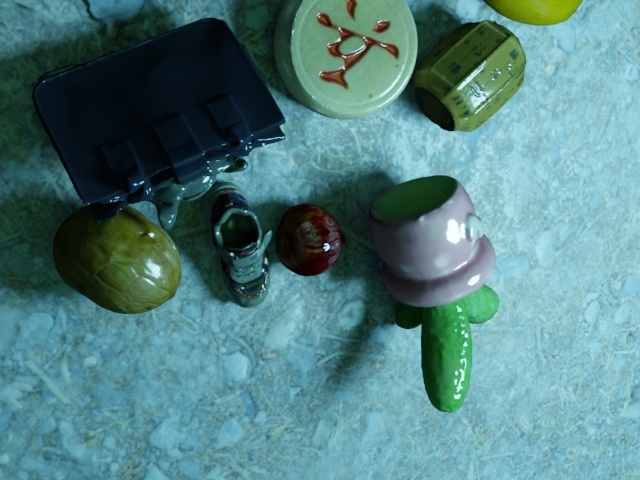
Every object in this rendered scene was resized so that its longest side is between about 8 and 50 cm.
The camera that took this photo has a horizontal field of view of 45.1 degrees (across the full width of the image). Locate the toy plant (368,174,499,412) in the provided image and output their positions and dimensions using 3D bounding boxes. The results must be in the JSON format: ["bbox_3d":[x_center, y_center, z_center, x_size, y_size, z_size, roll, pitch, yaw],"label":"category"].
[{"bbox_3d":[0.208,0.079,1.391,0.317,0.210,0.356,-55,137,-48],"label":"toy plant"}]

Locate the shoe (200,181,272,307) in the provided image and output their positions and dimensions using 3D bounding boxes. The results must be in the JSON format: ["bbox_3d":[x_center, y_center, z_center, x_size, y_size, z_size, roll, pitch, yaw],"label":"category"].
[{"bbox_3d":[-0.127,0.014,1.301,0.099,0.125,0.228,-23,108,-19],"label":"shoe"}]

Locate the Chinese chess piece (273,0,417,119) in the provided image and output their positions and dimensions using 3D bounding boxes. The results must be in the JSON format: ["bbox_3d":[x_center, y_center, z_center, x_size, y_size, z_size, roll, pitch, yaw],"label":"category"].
[{"bbox_3d":[0.042,-0.331,1.307,0.249,0.103,0.250,-4,103,-19],"label":"Chinese chess piece"}]

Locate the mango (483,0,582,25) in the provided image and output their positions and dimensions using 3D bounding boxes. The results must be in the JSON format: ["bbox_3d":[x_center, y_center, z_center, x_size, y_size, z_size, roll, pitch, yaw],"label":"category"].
[{"bbox_3d":[0.363,-0.588,1.318,0.300,0.232,0.446,-24,121,-19],"label":"mango"}]

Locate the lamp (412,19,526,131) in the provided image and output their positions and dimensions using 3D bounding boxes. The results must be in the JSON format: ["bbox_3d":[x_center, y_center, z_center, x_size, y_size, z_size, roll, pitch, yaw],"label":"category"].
[{"bbox_3d":[0.267,-0.294,1.381,0.185,0.161,0.161,-41,113,-9],"label":"lamp"}]

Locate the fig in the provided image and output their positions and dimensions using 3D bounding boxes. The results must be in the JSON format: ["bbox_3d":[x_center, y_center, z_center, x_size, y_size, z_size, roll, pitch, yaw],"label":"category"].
[{"bbox_3d":[-0.010,0.009,1.352,0.150,0.128,0.128,36,86,-30],"label":"fig"}]

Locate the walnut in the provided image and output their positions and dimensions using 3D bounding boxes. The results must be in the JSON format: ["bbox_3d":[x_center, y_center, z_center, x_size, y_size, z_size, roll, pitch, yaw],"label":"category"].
[{"bbox_3d":[-0.312,0.029,1.203,0.207,0.167,0.167,35,87,-20],"label":"walnut"}]

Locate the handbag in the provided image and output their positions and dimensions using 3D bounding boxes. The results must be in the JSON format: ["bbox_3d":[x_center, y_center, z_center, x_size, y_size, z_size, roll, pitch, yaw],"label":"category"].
[{"bbox_3d":[-0.234,-0.171,1.167,0.325,0.118,0.269,-25,70,-14],"label":"handbag"}]
